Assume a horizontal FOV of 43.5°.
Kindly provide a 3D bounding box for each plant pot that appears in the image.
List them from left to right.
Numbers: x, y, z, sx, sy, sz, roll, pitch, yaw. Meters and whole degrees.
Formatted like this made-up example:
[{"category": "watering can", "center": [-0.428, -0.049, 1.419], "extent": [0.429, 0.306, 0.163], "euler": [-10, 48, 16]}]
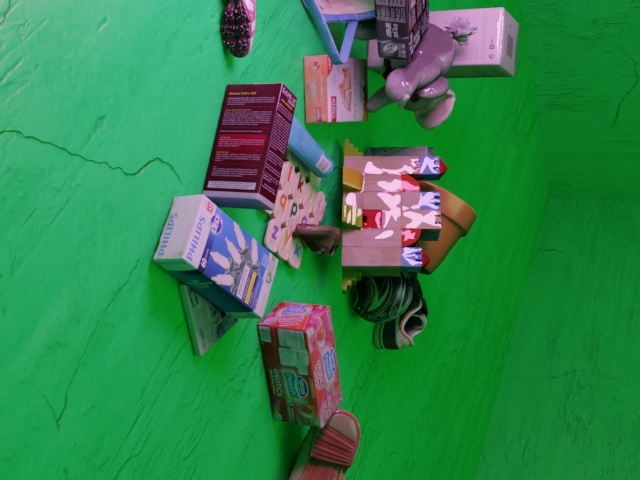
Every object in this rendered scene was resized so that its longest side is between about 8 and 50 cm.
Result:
[{"category": "plant pot", "center": [0.259, -0.036, 2.228], "extent": [0.203, 0.291, 0.291], "euler": [-64, 149, -6]}]

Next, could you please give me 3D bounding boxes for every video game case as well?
[{"category": "video game case", "center": [-0.216, 0.124, 1.573], "extent": [0.143, 0.019, 0.157], "euler": [-44, 131, -53]}]

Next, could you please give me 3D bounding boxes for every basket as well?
[{"category": "basket", "center": [0.034, -0.564, 1.761], "extent": [0.255, 0.201, 0.289], "euler": [62, 33, -44]}]

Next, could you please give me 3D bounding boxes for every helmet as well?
[{"category": "helmet", "center": [0.168, 0.142, 2.186], "extent": [0.169, 0.169, 0.162], "euler": [21, 58, -62]}]

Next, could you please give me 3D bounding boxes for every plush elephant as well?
[{"category": "plush elephant", "center": [0.213, -0.409, 1.985], "extent": [0.330, 0.272, 0.255], "euler": [-22, 154, -28]}]

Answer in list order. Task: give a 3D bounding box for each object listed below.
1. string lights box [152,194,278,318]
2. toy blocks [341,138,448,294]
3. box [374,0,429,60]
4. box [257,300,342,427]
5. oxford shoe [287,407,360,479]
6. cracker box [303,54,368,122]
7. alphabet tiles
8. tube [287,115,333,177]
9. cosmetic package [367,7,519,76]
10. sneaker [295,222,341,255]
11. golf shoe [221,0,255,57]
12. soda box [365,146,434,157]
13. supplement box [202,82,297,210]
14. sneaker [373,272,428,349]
[{"category": "string lights box", "center": [-0.191, 0.036, 1.512], "extent": [0.259, 0.076, 0.133], "euler": [44, 52, -48]}, {"category": "toy blocks", "center": [0.186, -0.060, 1.998], "extent": [0.191, 0.260, 0.381], "euler": [80, 11, -72]}, {"category": "box", "center": [0.181, -0.512, 1.765], "extent": [0.180, 0.077, 0.147], "euler": [80, 30, -46]}, {"category": "box", "center": [-0.042, 0.279, 1.813], "extent": [0.122, 0.128, 0.257], "euler": [-40, 128, -54]}, {"category": "oxford shoe", "center": [-0.016, 0.584, 1.901], "extent": [0.397, 0.140, 0.146], "euler": [-65, -171, -6]}, {"category": "cracker box", "center": [0.042, -0.366, 1.954], "extent": [0.232, 0.067, 0.156], "euler": [-19, 109, -60]}, {"category": "alphabet tiles", "center": [-0.062, -0.088, 1.840], "extent": [0.284, 0.021, 0.278], "euler": [39, 59, -58]}, {"category": "tube", "center": [-0.039, -0.213, 1.796], "extent": [0.207, 0.052, 0.080], "euler": [44, 50, -50]}, {"category": "cosmetic package", "center": [0.330, -0.524, 2.168], "extent": [0.197, 0.365, 0.155], "euler": [-3, 98, -65]}, {"category": "sneaker", "center": [0.000, 0.000, 1.879], "extent": [0.188, 0.066, 0.071], "euler": [6, 89, -63]}, {"category": "golf shoe", "center": [-0.150, -0.451, 1.567], "extent": [0.086, 0.067, 0.186], "euler": [-24, 115, -61]}, {"category": "soda box", "center": [0.214, -0.223, 2.181], "extent": [0.058, 0.183, 0.063], "euler": [-8, 99, -63]}, {"category": "supplement box", "center": [-0.137, -0.184, 1.563], "extent": [0.073, 0.130, 0.239], "euler": [33, 65, -60]}, {"category": "sneaker", "center": [0.266, 0.191, 2.407], "extent": [0.126, 0.127, 0.321], "euler": [60, 41, -46]}]
